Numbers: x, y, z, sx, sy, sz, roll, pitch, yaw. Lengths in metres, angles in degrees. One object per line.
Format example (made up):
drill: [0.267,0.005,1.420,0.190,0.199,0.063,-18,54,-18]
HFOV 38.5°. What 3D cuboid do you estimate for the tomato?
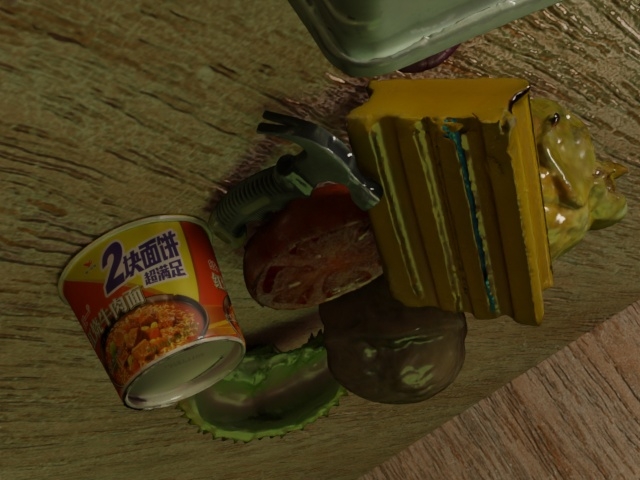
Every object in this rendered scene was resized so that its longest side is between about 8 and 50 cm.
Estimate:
tomato: [0.000,0.000,1.259,0.237,0.095,0.236,-19,154,-10]

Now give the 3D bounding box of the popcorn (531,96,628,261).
popcorn: [0.293,-0.084,1.242,0.266,0.233,0.192,6,143,-8]

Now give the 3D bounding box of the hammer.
hammer: [-0.055,-0.060,1.077,0.159,0.041,0.226,40,136,-22]

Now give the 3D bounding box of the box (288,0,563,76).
box: [0.117,-0.289,0.717,0.312,0.175,0.182,-24,148,-8]

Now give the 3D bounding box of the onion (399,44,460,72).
onion: [0.094,-0.226,0.911,0.115,0.115,0.104,-36,-160,17]

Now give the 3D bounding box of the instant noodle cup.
instant noodle cup: [-0.198,0.097,1.141,0.213,0.174,0.213,-24,156,-11]

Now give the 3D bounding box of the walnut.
walnut: [0.122,0.140,1.477,0.248,0.248,0.248,-23,156,-11]

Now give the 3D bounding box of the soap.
soap: [0.162,-0.045,1.097,0.204,0.096,0.324,7,137,26]

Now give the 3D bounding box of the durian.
durian: [-0.088,0.245,1.593,0.356,0.157,0.169,-14,145,-21]
